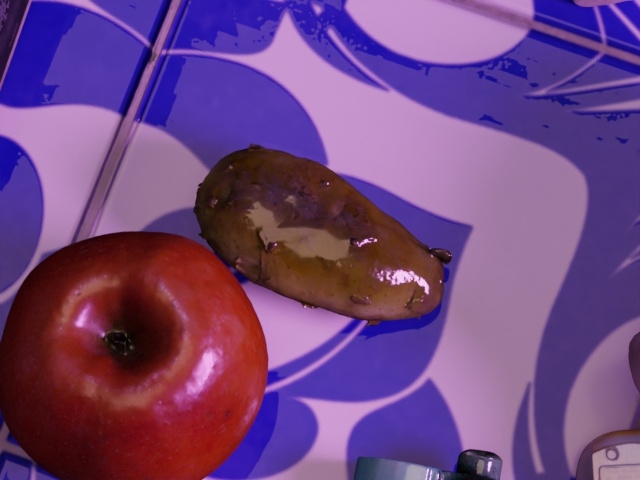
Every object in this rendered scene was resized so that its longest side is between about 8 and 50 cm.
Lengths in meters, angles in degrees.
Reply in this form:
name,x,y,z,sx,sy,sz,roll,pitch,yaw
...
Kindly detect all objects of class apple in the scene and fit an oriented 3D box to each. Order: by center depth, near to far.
name,x,y,z,sx,sy,sz,roll,pitch,yaw
apple,-0.150,0.100,1.554,0.218,0.201,0.218,-1,71,4

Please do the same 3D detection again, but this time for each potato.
name,x,y,z,sx,sy,sz,roll,pitch,yaw
potato,0.000,0.000,1.622,0.225,0.090,0.117,25,74,0

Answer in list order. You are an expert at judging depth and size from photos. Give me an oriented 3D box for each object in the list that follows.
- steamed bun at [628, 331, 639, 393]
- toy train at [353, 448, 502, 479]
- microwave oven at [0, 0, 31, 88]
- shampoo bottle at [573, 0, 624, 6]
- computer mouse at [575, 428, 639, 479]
name,x,y,z,sx,sy,sz,roll,pitch,yaw
steamed bun,0.428,0.083,1.520,0.352,0.247,0.339,45,100,17
toy train,0.075,0.285,1.568,0.159,0.101,0.248,9,78,20
microwave oven,-0.343,-0.230,1.652,0.194,0.145,0.240,16,80,8
shampoo bottle,0.243,-0.283,1.692,0.077,0.045,0.152,-8,78,1
computer mouse,0.260,0.254,1.585,0.102,0.045,0.199,-4,78,0
